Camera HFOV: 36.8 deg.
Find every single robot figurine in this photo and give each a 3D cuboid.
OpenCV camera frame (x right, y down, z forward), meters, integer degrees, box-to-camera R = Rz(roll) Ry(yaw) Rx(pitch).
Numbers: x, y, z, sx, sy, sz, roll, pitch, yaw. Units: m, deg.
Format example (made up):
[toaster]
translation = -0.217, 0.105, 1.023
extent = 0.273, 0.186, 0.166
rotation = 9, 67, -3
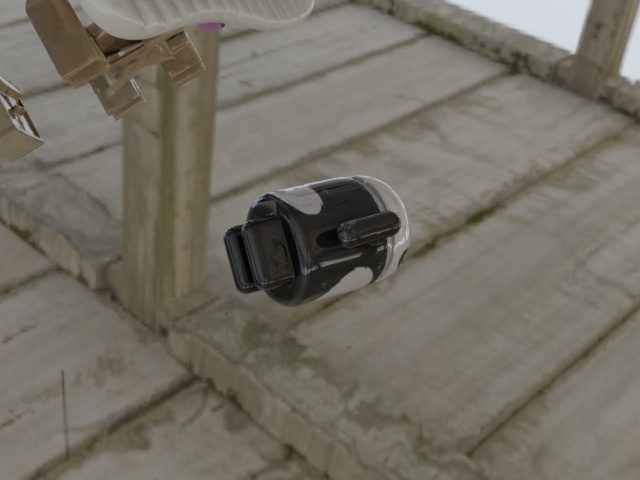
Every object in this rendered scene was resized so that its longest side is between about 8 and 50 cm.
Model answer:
[robot figurine]
translation = 0.002, 0.002, 1.408
extent = 0.278, 0.174, 0.209
rotation = -14, -142, -34

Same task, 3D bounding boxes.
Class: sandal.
[sandal]
translation = -0.161, -0.325, 1.196
extent = 0.102, 0.169, 0.416
rotation = -20, 180, 37

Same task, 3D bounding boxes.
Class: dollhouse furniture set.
[dollhouse furniture set]
translation = -0.437, -0.348, 1.631
extent = 0.394, 0.256, 0.362
rotation = -30, 177, 0
